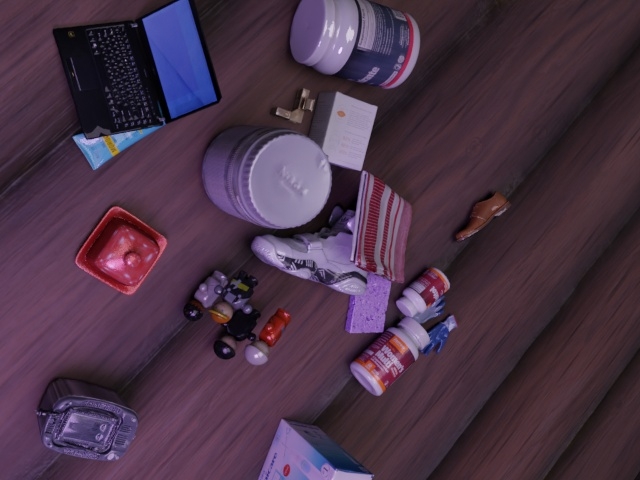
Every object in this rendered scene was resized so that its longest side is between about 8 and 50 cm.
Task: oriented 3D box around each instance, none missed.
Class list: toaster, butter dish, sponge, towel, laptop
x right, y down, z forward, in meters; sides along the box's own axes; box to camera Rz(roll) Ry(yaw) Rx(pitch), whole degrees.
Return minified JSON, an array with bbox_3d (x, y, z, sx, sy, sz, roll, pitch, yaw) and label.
[{"bbox_3d":[-0.520,0.385,1.395,0.227,0.146,0.129,24,87,-33],"label":"toaster"},{"bbox_3d":[-0.422,0.032,1.396,0.160,0.118,0.160,38,81,-30],"label":"butter dish"},{"bbox_3d":[0.139,0.155,1.802,0.117,0.031,0.210,5,98,-31],"label":"sponge"},{"bbox_3d":[0.165,-0.026,1.659,0.329,0.037,0.236,24,71,-62],"label":"towel"},{"bbox_3d":[-0.372,-0.355,1.305,0.264,0.137,0.234,-17,92,-27],"label":"laptop"}]

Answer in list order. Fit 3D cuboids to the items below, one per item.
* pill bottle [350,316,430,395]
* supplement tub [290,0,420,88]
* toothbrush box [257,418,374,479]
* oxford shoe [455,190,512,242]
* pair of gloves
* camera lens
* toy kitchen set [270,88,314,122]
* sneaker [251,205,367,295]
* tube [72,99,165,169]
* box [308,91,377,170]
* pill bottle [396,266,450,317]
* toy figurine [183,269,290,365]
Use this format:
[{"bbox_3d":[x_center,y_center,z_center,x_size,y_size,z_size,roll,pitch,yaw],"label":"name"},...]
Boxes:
[{"bbox_3d":[0.200,0.325,1.820,0.221,0.121,0.121,-41,117,-17],"label":"pill bottle"},{"bbox_3d":[0.084,-0.482,1.543,0.272,0.191,0.191,5,98,-31],"label":"supplement tub"},{"bbox_3d":[-0.026,0.624,1.648,0.126,0.295,0.216,22,90,-31],"label":"toothbrush box"},{"bbox_3d":[0.479,-0.071,1.945,0.212,0.076,0.076,-39,87,-15],"label":"oxford shoe"},{"bbox_3d":[0.339,0.251,1.945,0.159,0.023,0.198,-36,115,-17],"label":"pair of gloves"},{"bbox_3d":[-0.127,-0.146,1.439,0.220,0.274,0.219,-7,104,-29],"label":"camera lens"},{"bbox_3d":[-0.065,-0.335,1.558,0.075,0.068,0.083,14,92,-32],"label":"toy kitchen set"},{"bbox_3d":[0.000,0.000,1.632,0.366,0.137,0.210,22,87,-36],"label":"sneaker"},{"bbox_3d":[-0.420,-0.238,1.387,0.207,0.052,0.080,-33,104,-16],"label":"tube"},{"bbox_3d":[0.050,-0.277,1.624,0.130,0.091,0.170,13,94,-31],"label":"box"},{"bbox_3d":[0.296,0.153,1.861,0.152,0.086,0.086,-39,117,-18],"label":"pill bottle"},{"bbox_3d":[-0.202,0.182,1.501,0.209,0.213,0.148,52,60,-29],"label":"toy figurine"}]
